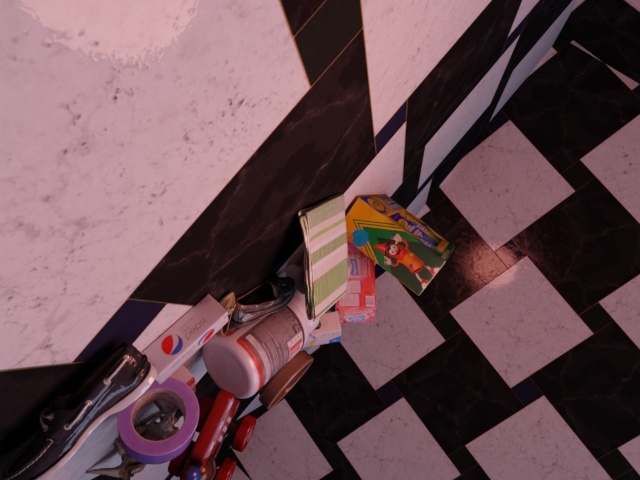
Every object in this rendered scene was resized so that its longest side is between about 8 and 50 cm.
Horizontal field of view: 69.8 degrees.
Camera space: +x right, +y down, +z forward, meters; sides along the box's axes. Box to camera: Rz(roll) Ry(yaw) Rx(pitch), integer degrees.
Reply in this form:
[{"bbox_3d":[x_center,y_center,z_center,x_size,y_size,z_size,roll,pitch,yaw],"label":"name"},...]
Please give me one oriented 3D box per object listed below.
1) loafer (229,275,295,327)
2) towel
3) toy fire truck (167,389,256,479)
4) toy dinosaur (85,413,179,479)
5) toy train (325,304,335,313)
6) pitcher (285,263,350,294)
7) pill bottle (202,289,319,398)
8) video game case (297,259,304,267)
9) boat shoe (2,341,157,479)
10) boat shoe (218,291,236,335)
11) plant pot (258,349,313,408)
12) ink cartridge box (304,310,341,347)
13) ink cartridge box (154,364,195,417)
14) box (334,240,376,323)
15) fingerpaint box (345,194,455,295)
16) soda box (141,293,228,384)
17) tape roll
[{"bbox_3d":[-0.161,0.167,1.368,0.267,0.096,0.084,-31,147,-46],"label":"loafer"},{"bbox_3d":[0.016,0.044,1.356,0.248,0.038,0.325,-30,120,-56],"label":"towel"},{"bbox_3d":[-0.305,0.558,1.236,0.254,0.169,0.302,93,21,-68],"label":"toy fire truck"},{"bbox_3d":[-0.526,0.623,1.368,0.295,0.127,0.200,-35,167,-32],"label":"toy dinosaur"},{"bbox_3d":[-0.049,0.262,1.819,0.190,0.142,0.334,-34,171,-1],"label":"toy train"},{"bbox_3d":[0.013,0.132,1.523,0.207,0.178,0.125,-9,134,-41],"label":"pitcher"},{"bbox_3d":[-0.170,0.302,1.436,0.363,0.210,0.210,-34,159,-48],"label":"pill bottle"},{"bbox_3d":[-0.044,0.107,1.684,0.206,0.026,0.227,-40,164,-22],"label":"video game case"},{"bbox_3d":[-0.453,0.314,0.844,0.302,0.091,0.114,-44,-151,-27],"label":"boat shoe"},{"bbox_3d":[-0.255,0.198,1.234,0.056,0.048,0.153,-32,157,-53],"label":"boat shoe"},{"bbox_3d":[-0.196,0.489,1.805,0.263,0.229,0.263,-47,166,-15],"label":"plant pot"},{"bbox_3d":[-0.043,0.334,1.679,0.231,0.078,0.134,-10,150,-3],"label":"ink cartridge box"},{"bbox_3d":[-0.416,0.430,1.305,0.109,0.063,0.150,-42,164,-32],"label":"ink cartridge box"},{"bbox_3d":[0.132,0.161,1.794,0.142,0.154,0.300,90,1,-54],"label":"box"},{"bbox_3d":[0.310,-0.009,1.766,0.163,0.371,0.445,-56,166,17],"label":"fingerpaint box"},{"bbox_3d":[-0.318,0.230,1.078,0.216,0.069,0.074,-43,165,-25],"label":"soda box"},{"bbox_3d":[-0.397,0.440,1.128,0.189,0.189,0.080,-38,161,-40],"label":"tape roll"}]
